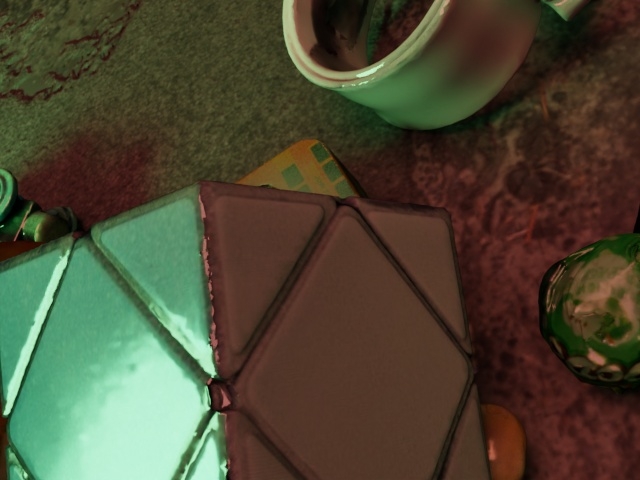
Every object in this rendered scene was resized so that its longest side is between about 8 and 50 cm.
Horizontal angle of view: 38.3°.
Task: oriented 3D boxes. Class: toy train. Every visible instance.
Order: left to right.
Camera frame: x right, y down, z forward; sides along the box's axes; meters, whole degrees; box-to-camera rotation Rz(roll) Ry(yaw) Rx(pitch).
[{"bbox_3d":[-0.327,0.011,0.881,0.198,0.107,0.154,10,74,33],"label":"toy train"},{"bbox_3d":[0.000,0.000,0.719,0.099,0.072,0.188,-35,51,7],"label":"toy train"}]

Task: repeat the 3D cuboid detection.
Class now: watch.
[{"bbox_3d":[0.091,-0.220,0.761,0.231,0.196,0.244,-40,51,31],"label":"watch"}]

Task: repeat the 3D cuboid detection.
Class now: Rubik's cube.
[{"bbox_3d":[-0.044,0.093,0.535,0.205,0.207,0.205,-17,74,40],"label":"Rubik's cube"}]

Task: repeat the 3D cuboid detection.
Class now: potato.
[{"bbox_3d":[0.092,0.141,0.587,0.083,0.062,0.068,-21,18,0],"label":"potato"}]

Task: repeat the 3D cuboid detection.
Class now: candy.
[{"bbox_3d":[0.236,-0.046,0.621,0.097,0.097,0.323,11,60,34],"label":"candy"}]

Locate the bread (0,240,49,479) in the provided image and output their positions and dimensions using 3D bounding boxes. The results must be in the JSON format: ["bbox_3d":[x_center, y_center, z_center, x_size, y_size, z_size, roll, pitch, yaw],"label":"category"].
[{"bbox_3d":[-0.230,0.136,0.666,0.279,0.225,0.250,-8,56,31],"label":"bread"}]
